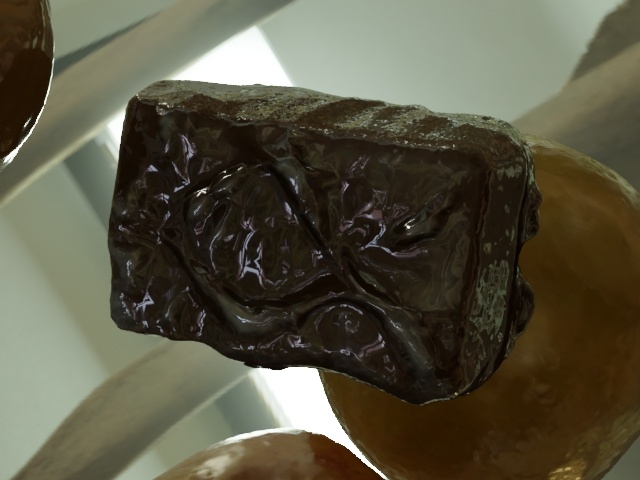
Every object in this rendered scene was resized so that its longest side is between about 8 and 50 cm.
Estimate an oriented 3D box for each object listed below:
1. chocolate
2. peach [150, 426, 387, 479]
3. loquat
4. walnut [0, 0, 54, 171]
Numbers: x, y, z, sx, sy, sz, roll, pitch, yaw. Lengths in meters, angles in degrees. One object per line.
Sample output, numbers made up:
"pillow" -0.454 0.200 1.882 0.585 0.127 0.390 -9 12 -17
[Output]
"chocolate" 0.000 0.000 0.626 0.093 0.214 0.148 -30 -53 -67
"peach" -0.025 0.246 0.744 0.238 0.281 0.281 19 -120 -32
"loquat" 0.118 0.046 0.869 0.275 0.275 0.275 20 -121 -38
"walnut" -0.194 -0.051 0.546 0.087 0.211 0.167 59 -157 -29
